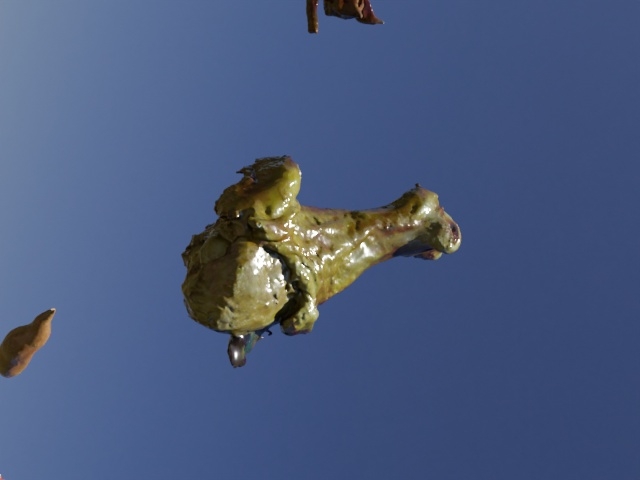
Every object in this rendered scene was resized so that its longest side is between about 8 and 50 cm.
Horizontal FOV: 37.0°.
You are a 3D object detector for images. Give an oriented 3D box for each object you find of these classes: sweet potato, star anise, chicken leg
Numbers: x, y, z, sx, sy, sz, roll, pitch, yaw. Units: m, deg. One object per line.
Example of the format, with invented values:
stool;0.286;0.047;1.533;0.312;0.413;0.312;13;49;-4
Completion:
sweet potato;-0.437;0.151;1.414;0.195;0.056;0.056;-40;-138;35
star anise;0.017;-0.400;1.430;0.111;0.196;0.212;-17;-160;14
chicken leg;-0.014;-0.008;1.151;0.140;0.361;0.211;4;-62;57

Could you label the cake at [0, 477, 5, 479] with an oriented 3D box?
cake;-0.492;0.406;1.338;0.159;0.158;0.262;67;7;-68
